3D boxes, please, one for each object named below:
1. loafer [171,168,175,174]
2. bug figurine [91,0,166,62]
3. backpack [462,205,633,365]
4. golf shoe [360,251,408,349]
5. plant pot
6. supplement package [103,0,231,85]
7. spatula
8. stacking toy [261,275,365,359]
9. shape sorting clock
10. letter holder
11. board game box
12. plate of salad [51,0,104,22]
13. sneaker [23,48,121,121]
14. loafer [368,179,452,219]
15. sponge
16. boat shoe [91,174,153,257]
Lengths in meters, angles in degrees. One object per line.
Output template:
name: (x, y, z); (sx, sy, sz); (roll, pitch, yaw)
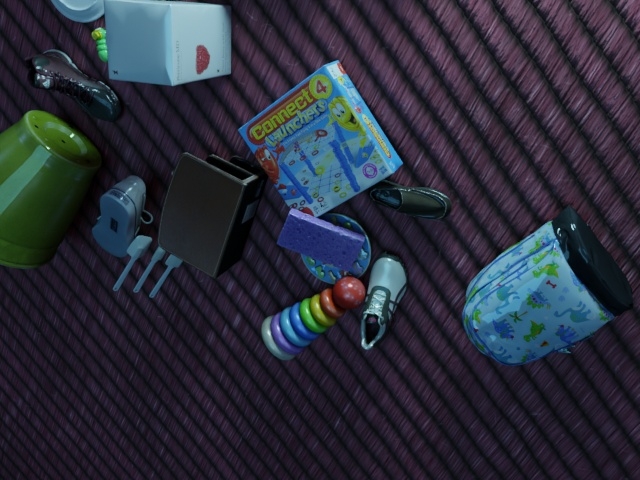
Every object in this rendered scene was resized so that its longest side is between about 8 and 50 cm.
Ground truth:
loafer: (-0.371, -0.166, 1.687); (0.125, 0.045, 0.039); (42, 110, 3)
bug figurine: (-0.540, -0.591, 1.565); (0.279, 0.072, 0.216); (-1, 110, 19)
backpack: (0.509, 0.140, 1.409); (0.356, 0.273, 0.290); (-29, 106, 38)
golf shoe: (0.167, 0.169, 1.589); (0.105, 0.120, 0.272); (13, 112, 16)
plant pot: (-0.831, -0.169, 1.695); (0.366, 0.366, 0.353); (46, 106, -2)
supplement package: (-0.354, -0.481, 1.420); (0.176, 0.293, 0.177); (11, 114, 15)
spatula: (-0.527, 0.085, 1.800); (0.168, 0.019, 0.242); (15, 128, -36)
stacking toy: (-0.008, 0.205, 1.649); (0.330, 0.141, 0.141); (-36, 96, 26)
shape sorting clock: (0.039, 0.025, 1.620); (0.206, 0.040, 0.206); (6, 112, 16)
letter holder: (-0.305, -0.088, 1.635); (0.215, 0.152, 0.301); (27, 116, 10)
board game box: (-0.004, -0.237, 1.493); (0.308, 0.086, 0.301); (-29, 99, 32)
plate of salad: (-0.611, -0.661, 1.501); (0.200, 0.048, 0.199); (6, 113, 13)
sneaker: (-0.705, -0.417, 1.636); (0.281, 0.162, 0.106); (37, 117, 3)
loafer: (0.220, -0.095, 1.491); (0.220, 0.078, 0.080); (13, 114, 14)
sponge: (0.000, 0.000, 1.552); (0.210, 0.031, 0.117); (21, 130, -2)
boat shoe: (-0.574, -0.084, 1.741); (0.136, 0.156, 0.367); (34, 146, -1)
